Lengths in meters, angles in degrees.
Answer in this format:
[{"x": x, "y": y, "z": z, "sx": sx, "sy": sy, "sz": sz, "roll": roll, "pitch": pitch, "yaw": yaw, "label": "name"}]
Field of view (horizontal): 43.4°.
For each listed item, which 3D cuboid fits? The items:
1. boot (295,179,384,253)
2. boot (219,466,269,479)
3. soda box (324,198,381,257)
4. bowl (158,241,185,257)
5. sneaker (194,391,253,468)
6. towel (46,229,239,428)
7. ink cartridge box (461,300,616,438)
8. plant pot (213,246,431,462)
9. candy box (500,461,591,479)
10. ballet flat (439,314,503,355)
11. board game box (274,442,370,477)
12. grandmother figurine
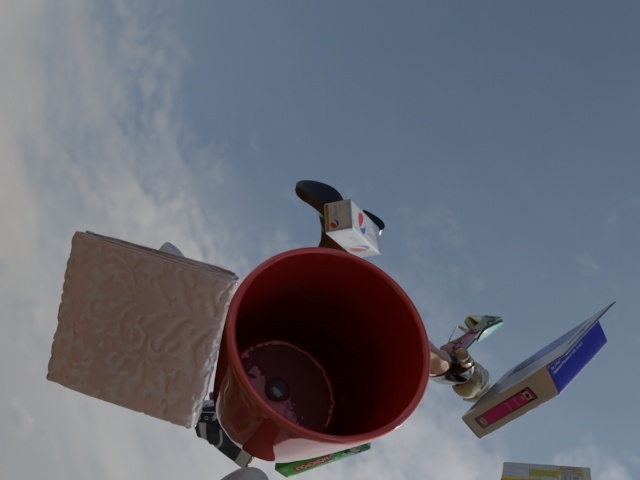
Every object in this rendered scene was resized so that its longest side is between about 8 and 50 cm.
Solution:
[{"x": 0.000, "y": 0.000, "z": 2.154, "sx": 0.280, "sy": 0.264, "sz": 0.096, "roll": -58, "pitch": -171, "yaw": 33, "label": "boot"}, {"x": -0.198, "y": 0.487, "z": 1.359, "sx": 0.095, "sy": 0.258, "sz": 0.123, "roll": 48, "pitch": -25, "yaw": -2, "label": "boot"}, {"x": 0.077, "y": -0.024, "z": 1.892, "sx": 0.216, "sy": 0.069, "sz": 0.073, "roll": 40, "pitch": 44, "yaw": -62, "label": "soda box"}, {"x": -0.324, "y": 0.088, "z": 1.719, "sx": 0.053, "sy": 0.142, "sz": 0.142, "roll": 21, "pitch": -20, "yaw": 16, "label": "bowl"}, {"x": -0.158, "y": 0.327, "z": 1.622, "sx": 0.153, "sy": 0.099, "sz": 0.282, "roll": 30, "pitch": -63, "yaw": 6, "label": "sneaker"}, {"x": -0.343, "y": 0.169, "z": 1.530, "sx": 0.053, "sy": 0.317, "sz": 0.331, "roll": -69, "pitch": 176, "yaw": -72, "label": "towel"}, {"x": 0.420, "y": 0.253, "z": 1.527, "sx": 0.069, "sy": 0.176, "sz": 0.371, "roll": 48, "pitch": -34, "yaw": 12, "label": "ink cartridge box"}, {"x": -0.025, "y": 0.178, "z": 1.106, "sx": 0.275, "sy": 0.275, "sz": 0.243, "roll": 63, "pitch": -32, "yaw": 17, "label": "plant pot"}, {"x": 0.538, "y": 0.564, "z": 1.921, "sx": 0.206, "sy": 0.105, "sz": 0.027, "roll": -1, "pitch": -86, "yaw": 17, "label": "candy box"}, {"x": 0.403, "y": 0.249, "z": 2.164, "sx": 0.079, "sy": 0.221, "sz": 0.077, "roll": 42, "pitch": -35, "yaw": 23, "label": "ballet flat"}, {"x": 0.008, "y": 0.331, "z": 1.734, "sx": 0.214, "sy": 0.046, "sz": 0.317, "roll": -27, "pitch": -142, "yaw": 27, "label": "board game box"}, {"x": 0.243, "y": 0.268, "z": 1.725, "sx": 0.208, "sy": 0.342, "sz": 0.104, "roll": -1, "pitch": -115, "yaw": 54, "label": "grandmother figurine"}]
